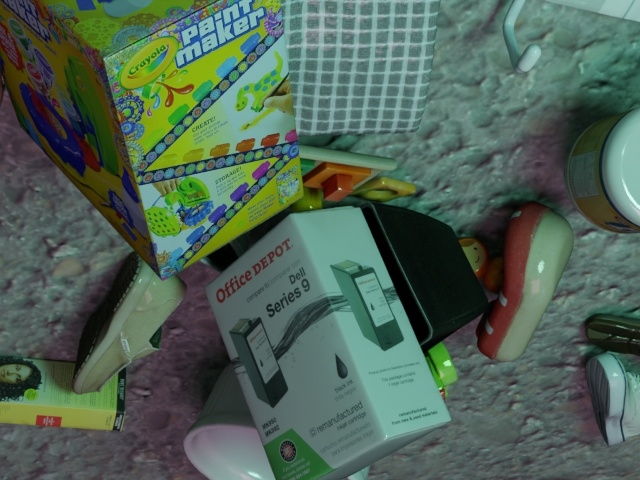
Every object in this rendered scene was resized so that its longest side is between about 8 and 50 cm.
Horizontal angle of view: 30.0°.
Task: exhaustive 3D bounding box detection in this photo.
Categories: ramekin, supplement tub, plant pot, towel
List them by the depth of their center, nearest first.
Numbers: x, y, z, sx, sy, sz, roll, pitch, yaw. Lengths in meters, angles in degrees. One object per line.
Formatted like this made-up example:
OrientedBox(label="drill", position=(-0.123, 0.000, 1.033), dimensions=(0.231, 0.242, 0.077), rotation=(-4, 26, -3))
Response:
OrientedBox(label="towel", position=(0.005, -0.231, 1.257), dimensions=(0.235, 0.121, 0.283), rotation=(-2, 138, -6))
OrientedBox(label="supplement tub", position=(0.371, -0.080, 1.391), dimensions=(0.144, 0.144, 0.200), rotation=(-2, 180, -5))
OrientedBox(label="plant pot", position=(0.102, 0.068, 1.539), dimensions=(0.167, 0.187, 0.188), rotation=(-8, 156, -43))
OrientedBox(label="ramekin", position=(-0.049, 0.286, 1.752), dimensions=(0.277, 0.135, 0.277), rotation=(15, 148, 10))

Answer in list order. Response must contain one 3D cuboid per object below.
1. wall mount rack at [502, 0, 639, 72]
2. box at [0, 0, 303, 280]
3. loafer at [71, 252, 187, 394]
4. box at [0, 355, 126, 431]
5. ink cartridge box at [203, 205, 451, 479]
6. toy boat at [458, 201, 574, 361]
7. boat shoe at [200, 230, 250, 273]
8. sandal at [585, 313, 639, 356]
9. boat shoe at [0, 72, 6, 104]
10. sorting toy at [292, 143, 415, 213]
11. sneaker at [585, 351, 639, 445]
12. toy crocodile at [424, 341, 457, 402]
OrientedBox(label="wall mount rack", position=(0.347, -0.290, 1.226), dimensions=(0.350, 0.130, 0.304), rotation=(8, 136, -16))
OrientedBox(label="box", position=(-0.179, -0.173, 1.142), dimensions=(0.177, 0.290, 0.279), rotation=(-32, 142, -22))
OrientedBox(label="loafer", position=(-0.265, 0.129, 1.636), dimensions=(0.092, 0.102, 0.268), rotation=(21, 131, -19))
OrientedBox(label="box", position=(-0.400, 0.222, 1.735), dimensions=(0.232, 0.087, 0.058), rotation=(6, 137, -15))
OrientedBox(label="ink cartridge box", position=(-0.001, 0.132, 1.446), dimensions=(0.121, 0.289, 0.211), rotation=(-6, 156, -44))
OrientedBox(label="toy boat", position=(0.239, 0.043, 1.597), dimensions=(0.151, 0.151, 0.231), rotation=(25, 137, 9))
OrientedBox(label="boat shoe", position=(-0.163, -0.032, 1.484), dimensions=(0.079, 0.081, 0.227), rotation=(-28, 134, 22))
OrientedBox(label="sandal", position=(0.501, 0.145, 1.784), dimensions=(0.219, 0.060, 0.090), rotation=(16, 140, -1))
OrientedBox(label="boat shoe", position=(-0.369, -0.268, 1.178), dimensions=(0.122, 0.110, 0.341), rotation=(-8, 138, 2))
OrientedBox(label="sorting toy", position=(-0.030, -0.065, 1.413), dimensions=(0.348, 0.047, 0.196), rotation=(6, 164, -29))
OrientedBox(label="sneaker", position=(0.472, 0.235, 1.858), dimensions=(0.091, 0.094, 0.258), rotation=(-22, 148, 2))
OrientedBox(label="toy crocodile", position=(0.135, 0.226, 1.722), dimensions=(0.115, 0.105, 0.340), rotation=(-23, 163, -6))
